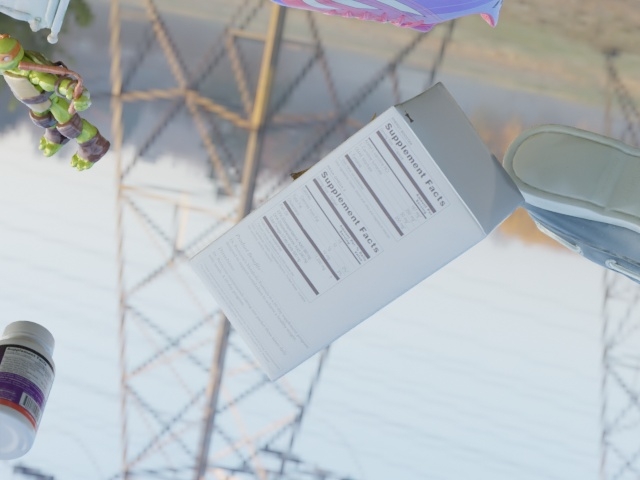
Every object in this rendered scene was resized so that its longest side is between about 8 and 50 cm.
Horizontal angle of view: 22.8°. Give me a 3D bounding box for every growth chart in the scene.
[{"bbox_3d":[-0.482,-0.413,2.406,0.237,0.172,0.021,26,-142,-10],"label":"growth chart"}]

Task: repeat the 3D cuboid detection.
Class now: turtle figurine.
[{"bbox_3d":[-0.362,-0.189,1.979,0.269,0.087,0.217,11,151,30],"label":"turtle figurine"}]

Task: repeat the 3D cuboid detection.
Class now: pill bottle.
[{"bbox_3d":[-0.439,0.208,2.264,0.108,0.108,0.193,10,-138,-1],"label":"pill bottle"}]

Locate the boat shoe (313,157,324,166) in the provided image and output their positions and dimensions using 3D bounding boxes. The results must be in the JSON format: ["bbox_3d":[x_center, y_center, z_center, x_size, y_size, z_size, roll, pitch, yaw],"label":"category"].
[{"bbox_3d":[-0.007,-0.002,2.451,0.095,0.257,0.095,15,-140,19],"label":"boat shoe"}]

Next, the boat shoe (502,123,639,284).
[{"bbox_3d":[0.315,-0.009,1.433,0.319,0.116,0.099,24,159,26],"label":"boat shoe"}]

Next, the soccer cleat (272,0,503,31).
[{"bbox_3d":[0.065,-0.243,1.564,0.248,0.095,0.083,-8,-147,-9],"label":"soccer cleat"}]

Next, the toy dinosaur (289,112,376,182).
[{"bbox_3d":[0.024,-0.089,2.132,0.112,0.064,0.211,-16,-155,14],"label":"toy dinosaur"}]

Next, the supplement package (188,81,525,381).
[{"bbox_3d":[0.033,-0.008,1.384,0.244,0.134,0.139,-36,179,27],"label":"supplement package"}]
